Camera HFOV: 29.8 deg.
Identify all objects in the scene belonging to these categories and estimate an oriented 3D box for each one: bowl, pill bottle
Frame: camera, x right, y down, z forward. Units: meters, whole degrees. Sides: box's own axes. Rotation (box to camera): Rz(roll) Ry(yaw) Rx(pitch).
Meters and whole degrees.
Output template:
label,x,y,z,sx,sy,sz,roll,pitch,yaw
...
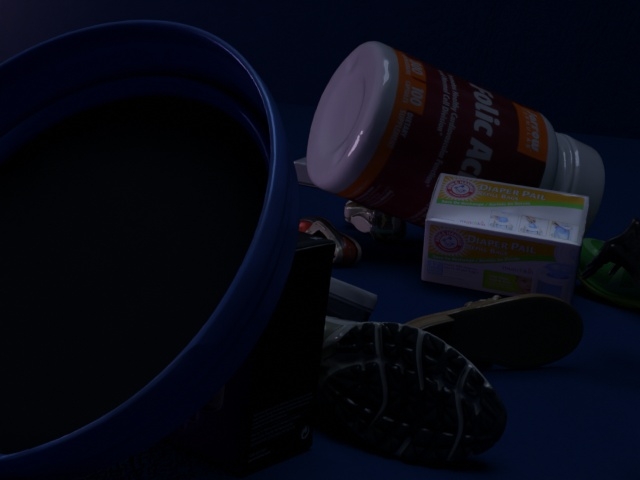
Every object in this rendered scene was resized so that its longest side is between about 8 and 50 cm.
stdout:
label,x,y,z,sx,sy,sz,roll,pitch,yaw
bowl,-0.195,0.004,0.927,0.391,0.391,0.077,17,-23,34
pill bottle,0.198,-0.116,1.738,0.392,0.224,0.224,20,8,-21

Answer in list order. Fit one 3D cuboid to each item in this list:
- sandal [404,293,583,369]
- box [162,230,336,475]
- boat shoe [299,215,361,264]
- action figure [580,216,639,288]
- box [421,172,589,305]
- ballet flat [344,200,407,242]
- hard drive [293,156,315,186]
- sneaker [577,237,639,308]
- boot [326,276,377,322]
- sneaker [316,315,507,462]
label,x,y,z,sx,sy,sz,roll,pitch,yaw
sandal,0.165,0.089,1.283,0.240,0.088,0.079,-6,24,-28
box,-0.127,0.062,1.024,0.261,0.184,0.103,16,15,34
boat shoe,0.000,0.000,1.664,0.043,0.049,0.137,-5,23,-37
action figure,0.412,0.103,1.274,0.276,0.141,0.164,44,21,24
box,0.242,-0.002,1.587,0.203,0.114,0.103,10,43,12
ballet flat,0.071,-0.042,1.846,0.070,0.070,0.188,3,12,-19
hard drive,0.080,-0.134,2.283,0.203,0.040,0.307,11,14,15
sneaker,0.456,0.038,1.580,0.109,0.123,0.295,-4,16,-38
boot,-0.039,0.061,1.185,0.190,0.086,0.069,22,-2,-16
sneaker,0.040,0.113,1.082,0.283,0.110,0.122,18,5,23
